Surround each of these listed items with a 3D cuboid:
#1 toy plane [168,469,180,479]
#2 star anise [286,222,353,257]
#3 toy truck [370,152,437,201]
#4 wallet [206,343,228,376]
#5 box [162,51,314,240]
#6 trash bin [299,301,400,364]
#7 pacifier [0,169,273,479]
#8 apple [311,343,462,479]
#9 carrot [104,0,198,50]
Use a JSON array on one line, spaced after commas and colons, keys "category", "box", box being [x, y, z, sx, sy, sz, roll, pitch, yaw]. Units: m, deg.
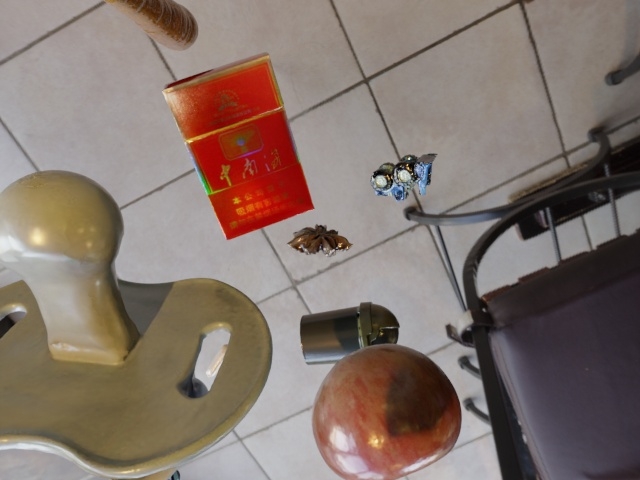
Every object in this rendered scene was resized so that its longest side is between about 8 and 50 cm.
[{"category": "toy plane", "box": [-0.433, 0.743, 1.362, 0.078, 0.169, 0.247, -24, 125, -32]}, {"category": "star anise", "box": [-0.013, 0.004, 1.529, 0.196, 0.212, 0.073, -7, 114, -17]}, {"category": "toy truck", "box": [0.271, -0.196, 1.465, 0.208, 0.113, 0.126, -16, 107, 29]}, {"category": "wallet", "box": [-0.226, 0.323, 1.246, 0.033, 0.190, 0.095, 36, 92, 27]}, {"category": "box", "box": [-0.082, -0.098, 0.505, 0.112, 0.048, 0.175, -21, 120, -4]}, {"category": "trash bin", "box": [0.108, 0.326, 1.607, 0.333, 0.214, 0.214, -9, 112, 8]}, {"category": "pacifier", "box": [-0.185, 0.060, 0.347, 0.287, 0.238, 0.226, 4, 120, 8]}, {"category": "apple", "box": [0.140, 0.378, 1.049, 0.344, 0.345, 0.270, -23, 70, 3]}, {"category": "carrot", "box": [-0.231, -0.307, 0.625, 0.069, 0.336, 0.069, 1, 103, 4]}]
